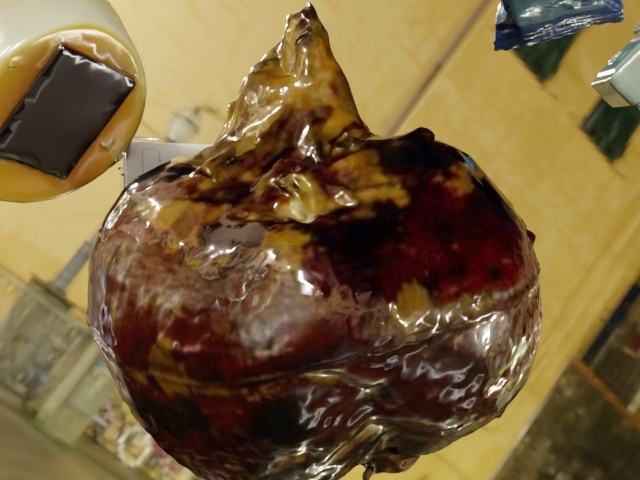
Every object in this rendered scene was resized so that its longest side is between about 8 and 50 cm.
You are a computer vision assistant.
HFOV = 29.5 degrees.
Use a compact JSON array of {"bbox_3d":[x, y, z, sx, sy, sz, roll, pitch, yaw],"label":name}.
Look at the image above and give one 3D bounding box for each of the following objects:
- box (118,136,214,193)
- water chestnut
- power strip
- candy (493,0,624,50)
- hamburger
[{"bbox_3d":[-0.135,-0.035,1.571,0.252,0.106,0.203,1,36,-11],"label":"box"},{"bbox_3d":[-0.004,0.006,0.883,0.335,0.346,0.335,2,15,-1],"label":"water chestnut"},{"bbox_3d":[0.372,-0.221,1.253,0.061,0.216,0.145,46,3,-5],"label":"power strip"},{"bbox_3d":[0.273,-0.366,1.528,0.187,0.077,0.331,-10,-34,18],"label":"candy"},{"bbox_3d":[-0.346,-0.185,1.408,0.294,0.276,0.179,18,24,-51],"label":"hamburger"}]
